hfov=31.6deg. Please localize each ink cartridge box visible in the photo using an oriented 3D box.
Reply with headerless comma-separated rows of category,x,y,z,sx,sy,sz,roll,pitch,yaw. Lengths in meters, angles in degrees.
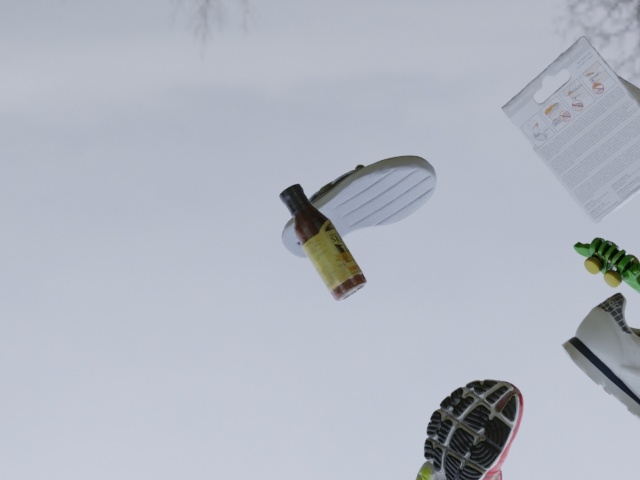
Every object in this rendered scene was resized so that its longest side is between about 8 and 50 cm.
ink cartridge box,0.398,-0.161,1.633,0.056,0.224,0.181,-29,170,-49

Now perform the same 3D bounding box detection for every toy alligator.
toy alligator,0.465,0.043,1.714,0.056,0.051,0.190,-36,-125,-25

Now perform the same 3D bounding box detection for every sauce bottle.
sauce bottle,0.000,0.000,1.164,0.042,0.128,0.042,-31,171,-6

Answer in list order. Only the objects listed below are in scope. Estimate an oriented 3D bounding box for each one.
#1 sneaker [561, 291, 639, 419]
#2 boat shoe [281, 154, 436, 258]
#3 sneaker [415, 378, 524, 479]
sneaker,0.379,0.162,1.239,0.095,0.235,0.090,-49,-174,2
boat shoe,0.065,-0.085,2.046,0.335,0.121,0.119,-24,-149,31
sneaker,0.195,0.286,1.467,0.118,0.279,0.107,-9,-140,-45
